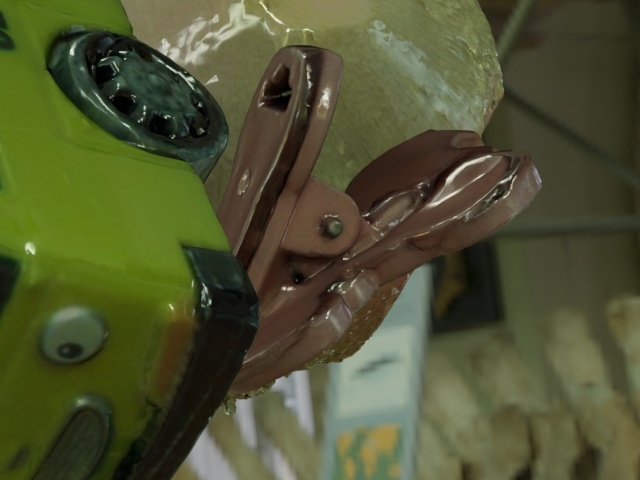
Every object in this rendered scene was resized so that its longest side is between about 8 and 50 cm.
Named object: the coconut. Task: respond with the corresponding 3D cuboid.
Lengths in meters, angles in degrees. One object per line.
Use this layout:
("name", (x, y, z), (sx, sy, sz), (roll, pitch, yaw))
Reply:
("coconut", (-0.035, -0.047, 0.901), (0.233, 0.233, 0.245), (-5, -24, -11))

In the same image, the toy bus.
("toy bus", (-0.128, -0.037, 0.515), (0.150, 0.262, 0.128), (13, -55, -35))

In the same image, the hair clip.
("hair clip", (0.010, 0.005, 0.731), (0.102, 0.138, 0.123), (21, -3, -17))
